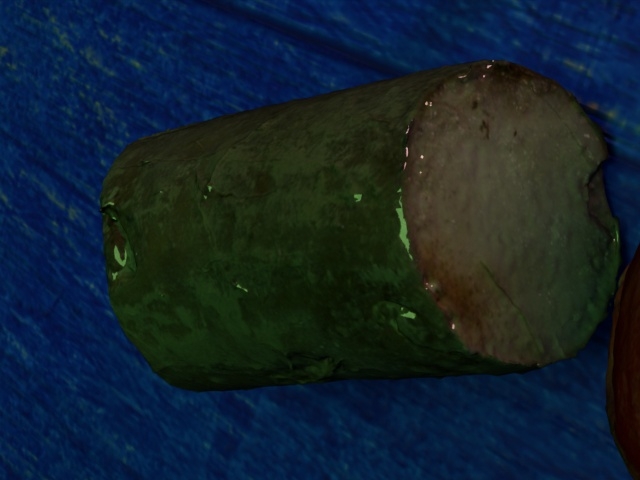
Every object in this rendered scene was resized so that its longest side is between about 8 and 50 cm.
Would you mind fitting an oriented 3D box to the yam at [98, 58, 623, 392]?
[{"bbox_3d":[0.000,0.000,0.823,0.304,0.168,0.168,-9,83,42],"label":"yam"}]

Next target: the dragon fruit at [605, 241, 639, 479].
[{"bbox_3d":[0.232,0.042,0.492,0.277,0.277,0.342,63,145,26],"label":"dragon fruit"}]
